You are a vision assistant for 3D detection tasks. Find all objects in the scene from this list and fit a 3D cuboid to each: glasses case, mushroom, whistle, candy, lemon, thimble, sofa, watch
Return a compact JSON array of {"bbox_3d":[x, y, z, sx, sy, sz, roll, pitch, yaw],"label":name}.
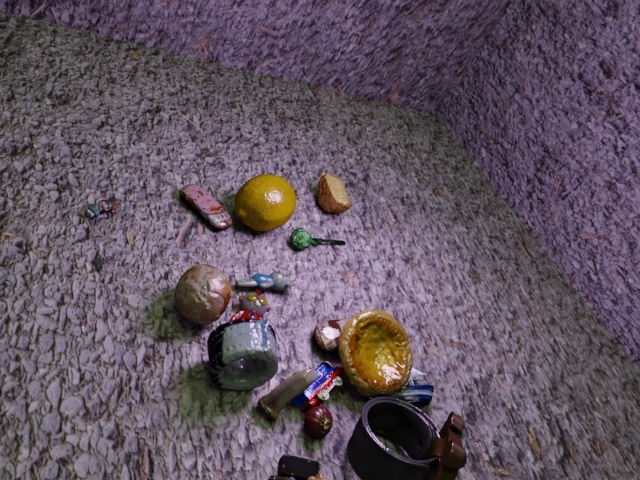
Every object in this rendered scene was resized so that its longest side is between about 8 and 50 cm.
[{"bbox_3d":[-0.482,-0.142,2.119,0.267,0.067,0.103,41,40,14],"label":"glasses case"},{"bbox_3d":[-0.099,0.479,1.595,0.209,0.071,0.084,-38,71,-6],"label":"mushroom"},{"bbox_3d":[0.119,0.366,1.933,0.321,0.082,0.122,3,51,-30],"label":"glasses case"},{"bbox_3d":[-0.215,0.157,1.953,0.236,0.077,0.114,1,15,-30],"label":"whistle"},{"bbox_3d":[0.000,0.003,2.282,0.324,0.097,0.097,5,44,-40],"label":"candy"},{"bbox_3d":[-0.235,-0.162,2.163,0.267,0.267,0.267,18,39,-16],"label":"lemon"},{"bbox_3d":[-0.237,0.357,1.584,0.237,0.237,0.150,9,41,-25],"label":"thimble"},{"bbox_3d":[-0.065,0.680,1.496,0.118,0.039,0.060,20,40,-15],"label":"sofa"},{"bbox_3d":[0.262,0.650,1.597,0.327,0.314,0.335,26,22,12],"label":"watch"}]

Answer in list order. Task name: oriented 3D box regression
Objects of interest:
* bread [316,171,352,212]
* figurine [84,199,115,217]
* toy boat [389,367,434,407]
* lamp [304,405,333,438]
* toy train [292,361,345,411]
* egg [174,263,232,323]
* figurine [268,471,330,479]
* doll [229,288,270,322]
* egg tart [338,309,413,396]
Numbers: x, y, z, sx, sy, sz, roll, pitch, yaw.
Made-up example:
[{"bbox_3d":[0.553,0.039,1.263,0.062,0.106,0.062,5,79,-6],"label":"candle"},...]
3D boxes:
[{"bbox_3d":[0.060,-0.217,2.505,0.143,0.139,0.229,9,43,-29],"label":"bread"},{"bbox_3d":[-0.826,-0.116,1.882,0.060,0.047,0.106,30,39,14],"label":"figurine"},{"bbox_3d":[0.334,0.515,1.918,0.210,0.070,0.291,22,36,-2],"label":"toy boat"},{"bbox_3d":[-0.006,0.580,1.607,0.101,0.090,0.101,2,86,-38],"label":"lamp"},{"bbox_3d":[-0.012,0.488,1.712,0.131,0.082,0.204,41,38,16],"label":"toy train"},{"bbox_3d":[-0.399,0.178,1.719,0.195,0.195,0.233,19,26,-14],"label":"egg"},{"bbox_3d":[-0.055,0.722,1.424,0.196,0.108,0.114,8,29,0],"label":"figurine"},{"bbox_3d":[-0.246,0.265,1.817,0.142,0.076,0.245,23,42,-11],"label":"doll"},{"bbox_3d":[0.188,0.410,1.820,0.319,0.128,0.318,8,70,-24],"label":"egg tart"}]
